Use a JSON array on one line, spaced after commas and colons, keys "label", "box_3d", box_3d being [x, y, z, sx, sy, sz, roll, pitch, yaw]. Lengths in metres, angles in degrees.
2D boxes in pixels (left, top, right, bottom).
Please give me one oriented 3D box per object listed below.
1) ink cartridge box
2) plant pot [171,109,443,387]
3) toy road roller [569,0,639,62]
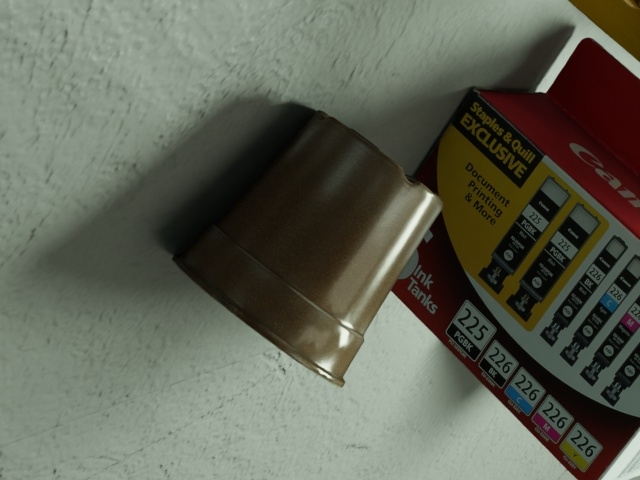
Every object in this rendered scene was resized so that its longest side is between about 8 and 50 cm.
[{"label": "ink cartridge box", "box_3d": [0.232, 0.011, 1.480, 0.130, 0.309, 0.272, -5, 134, -53]}, {"label": "plant pot", "box_3d": [0.000, 0.000, 1.313, 0.165, 0.167, 0.167, -52, 154, 1]}, {"label": "toy road roller", "box_3d": [0.317, -0.265, 1.356, 0.329, 0.241, 0.202, 33, 122, -28]}]
